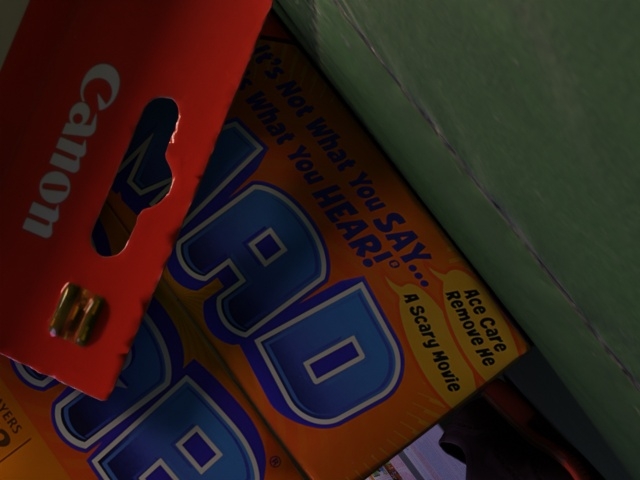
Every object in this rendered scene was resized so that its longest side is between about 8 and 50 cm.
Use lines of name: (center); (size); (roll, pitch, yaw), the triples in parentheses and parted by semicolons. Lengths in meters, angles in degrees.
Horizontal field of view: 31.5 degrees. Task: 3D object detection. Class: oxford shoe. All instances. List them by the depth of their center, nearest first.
oxford shoe: (0.194, 0.231, 1.015); (0.097, 0.098, 0.271); (54, 178, -27)

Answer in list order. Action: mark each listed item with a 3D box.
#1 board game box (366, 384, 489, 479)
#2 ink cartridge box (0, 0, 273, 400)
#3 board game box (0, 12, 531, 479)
board game box: (0.123, 0.252, 1.348); (0.224, 0.097, 0.303); (54, 150, 2)
ink cartridge box: (-0.267, -0.102, 0.764); (0.385, 0.308, 0.091); (22, 179, 10)
board game box: (-0.088, 0.066, 0.963); (0.356, 0.356, 0.356); (53, 178, 9)
